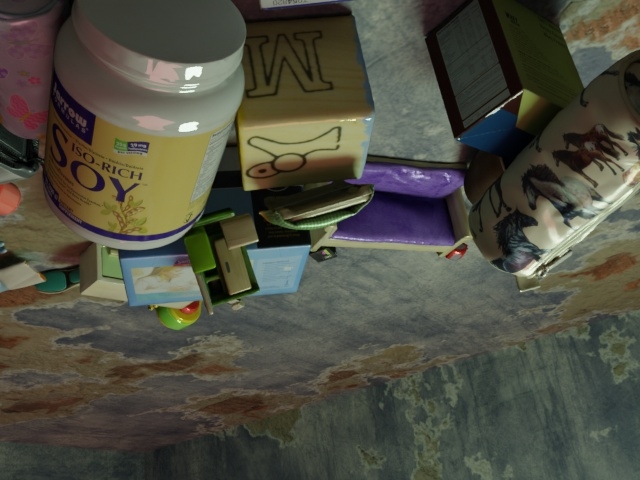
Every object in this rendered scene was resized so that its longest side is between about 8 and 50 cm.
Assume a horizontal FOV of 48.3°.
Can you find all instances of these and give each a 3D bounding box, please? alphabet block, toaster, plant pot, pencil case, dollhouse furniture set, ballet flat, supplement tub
[{"bbox_3d":[-0.037,-0.209,1.106,0.197,0.194,0.192,-6,153,-8],"label":"alphabet block"},{"bbox_3d":[-0.543,-0.160,1.107,0.146,0.129,0.227,-12,157,15],"label":"toaster"},{"bbox_3d":[0.390,-0.139,1.434,0.215,0.216,0.230,-1,169,-18],"label":"plant pot"},{"bbox_3d":[-0.403,-0.254,0.973,0.124,0.114,0.273,13,150,-7],"label":"pencil case"},{"bbox_3d":[0.384,-0.092,1.039,0.159,0.184,0.410,-17,159,-28],"label":"pencil case"},{"bbox_3d":[-0.059,0.011,1.164,0.301,0.151,0.197,-17,-167,-9],"label":"dollhouse furniture set"},{"bbox_3d":[-0.596,0.096,1.708,0.168,0.057,0.052,-11,165,4],"label":"ballet flat"},{"bbox_3d":[-0.240,-0.172,0.966,0.240,0.241,0.331,2,140,-24],"label":"supplement tub"}]

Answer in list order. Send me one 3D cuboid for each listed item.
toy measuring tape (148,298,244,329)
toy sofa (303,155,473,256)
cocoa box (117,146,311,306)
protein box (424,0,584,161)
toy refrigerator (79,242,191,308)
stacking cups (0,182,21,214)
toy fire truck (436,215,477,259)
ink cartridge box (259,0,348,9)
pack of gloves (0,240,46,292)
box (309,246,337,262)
[{"bbox_3d":[-0.334,0.191,1.933,0.121,0.122,0.330,-28,149,34],"label":"toy measuring tape"},{"bbox_3d":[0.152,-0.070,1.519,0.362,0.150,0.177,4,153,-26],"label":"toy sofa"},{"bbox_3d":[-0.211,-0.026,1.383,0.346,0.228,0.231,-4,154,-12],"label":"cocoa box"},{"bbox_3d":[0.298,-0.252,1.125,0.199,0.201,0.136,12,147,-38],"label":"protein box"},{"bbox_3d":[-0.422,0.084,1.689,0.269,0.102,0.094,15,145,-41],"label":"toy refrigerator"},{"bbox_3d":[-0.643,-0.125,1.198,0.095,0.096,0.316,-16,158,13],"label":"stacking cups"},{"bbox_3d":[0.360,-0.022,1.709,0.135,0.192,0.047,25,147,-5],"label":"toy fire truck"},{"bbox_3d":[0.020,-0.396,0.905,0.223,0.045,0.224,-7,156,-4],"label":"ink cartridge box"},{"bbox_3d":[-0.764,0.051,1.586,0.231,0.046,0.195,-15,140,11],"label":"pack of gloves"},{"bbox_3d":[0.000,0.000,1.686,0.052,0.083,0.062,-18,153,17],"label":"box"}]
